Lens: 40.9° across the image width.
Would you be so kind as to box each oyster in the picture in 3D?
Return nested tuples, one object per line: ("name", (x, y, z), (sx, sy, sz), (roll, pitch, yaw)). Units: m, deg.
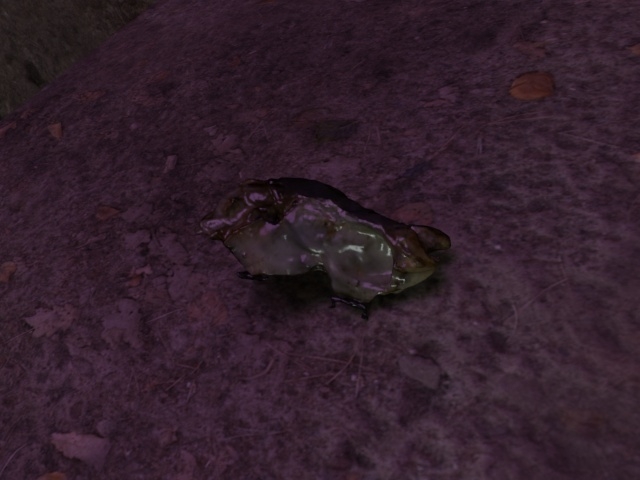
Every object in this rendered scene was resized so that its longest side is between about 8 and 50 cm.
("oyster", (-0.005, 0.000, 1.100), (0.337, 0.133, 0.197), (19, 28, 33))
